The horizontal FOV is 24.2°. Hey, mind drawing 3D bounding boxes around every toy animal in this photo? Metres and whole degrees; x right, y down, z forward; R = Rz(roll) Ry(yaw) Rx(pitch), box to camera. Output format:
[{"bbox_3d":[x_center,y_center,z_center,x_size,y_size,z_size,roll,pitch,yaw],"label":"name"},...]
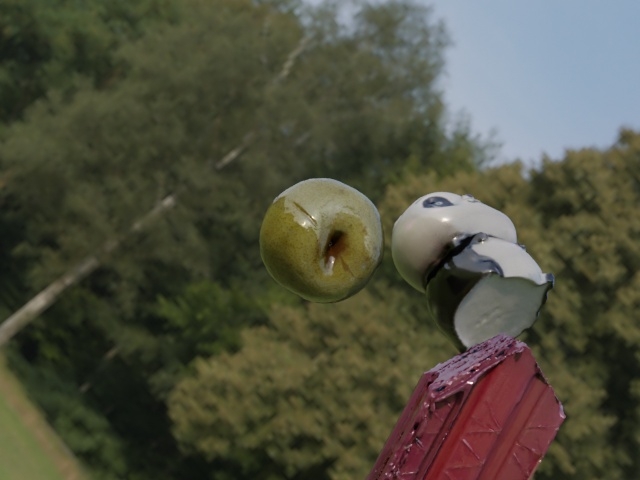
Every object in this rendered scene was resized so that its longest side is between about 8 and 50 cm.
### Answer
[{"bbox_3d":[0.204,0.031,2.144,0.187,0.165,0.235,11,37,-38],"label":"toy animal"}]

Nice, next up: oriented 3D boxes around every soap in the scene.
[{"bbox_3d":[0.182,0.230,1.768,0.162,0.250,0.099,30,2,-7],"label":"soap"}]

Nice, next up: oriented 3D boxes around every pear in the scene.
[{"bbox_3d":[0.000,0.000,1.931,0.167,0.167,0.136,56,-8,-26],"label":"pear"}]
